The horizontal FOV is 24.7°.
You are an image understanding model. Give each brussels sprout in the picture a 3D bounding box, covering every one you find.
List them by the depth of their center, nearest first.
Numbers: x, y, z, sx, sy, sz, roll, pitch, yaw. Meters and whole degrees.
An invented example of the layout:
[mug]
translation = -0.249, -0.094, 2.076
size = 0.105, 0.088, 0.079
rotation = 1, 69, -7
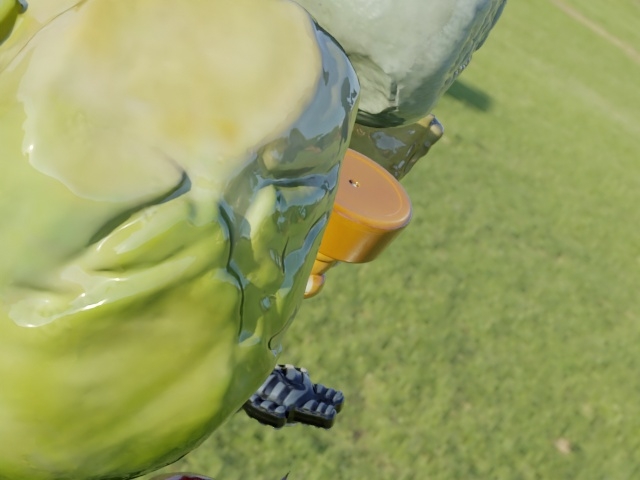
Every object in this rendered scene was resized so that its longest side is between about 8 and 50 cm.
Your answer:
[brussels sprout]
translation = -0.140, -0.022, 0.798
size = 0.268, 0.344, 0.344
rotation = 21, 20, -22

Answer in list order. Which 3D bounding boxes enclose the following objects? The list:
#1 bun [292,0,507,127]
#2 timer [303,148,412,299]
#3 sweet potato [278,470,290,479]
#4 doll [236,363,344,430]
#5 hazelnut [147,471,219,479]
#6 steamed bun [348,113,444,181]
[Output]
[bun]
translation = 0.078, -0.260, 1.187
size = 0.194, 0.354, 0.354
rotation = 28, 17, 3
[timer]
translation = 0.000, 0.000, 1.448
size = 0.132, 0.152, 0.132
rotation = 22, 30, -14
[sweet potato]
translation = -0.088, 0.410, 2.134
size = 0.056, 0.056, 0.195
rotation = 34, 48, 4
[doll]
translation = -0.084, 0.156, 1.569
size = 0.219, 0.067, 0.091
rotation = 16, 33, 12
[hazelnut]
translation = -0.158, 0.374, 1.631
size = 0.229, 0.229, 0.229
rotation = 30, 18, -10
[steamed bun]
translation = -0.076, -0.101, 1.948
size = 0.247, 0.428, 0.189
rotation = 49, -1, -36
